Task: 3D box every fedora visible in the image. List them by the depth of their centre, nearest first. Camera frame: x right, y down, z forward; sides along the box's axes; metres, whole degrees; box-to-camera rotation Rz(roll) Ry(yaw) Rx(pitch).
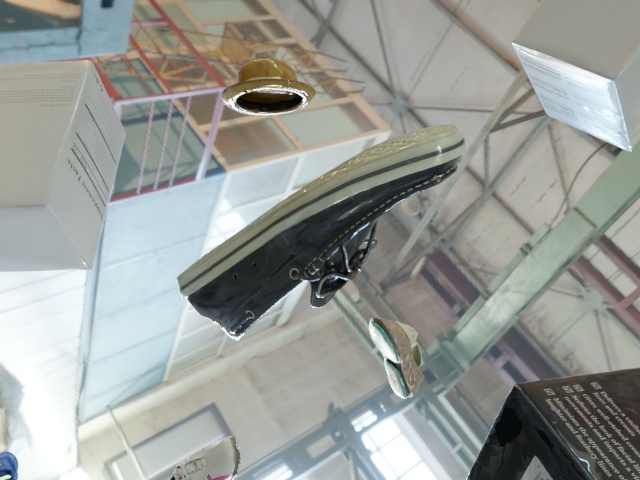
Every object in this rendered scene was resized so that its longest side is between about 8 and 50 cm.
[{"bbox_3d":[-0.108,-0.319,1.242,0.194,0.194,0.079,-17,-105,53],"label":"fedora"}]

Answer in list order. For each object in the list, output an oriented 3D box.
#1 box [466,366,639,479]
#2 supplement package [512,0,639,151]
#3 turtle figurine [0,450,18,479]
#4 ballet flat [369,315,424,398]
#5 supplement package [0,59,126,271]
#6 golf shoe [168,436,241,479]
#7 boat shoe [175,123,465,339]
[{"bbox_3d":[0.454,0.343,0.794,0.293,0.396,0.212,-120,-144,-51],"label":"box"},{"bbox_3d":[0.392,-0.265,0.801,0.149,0.203,0.194,38,-85,36],"label":"supplement package"},{"bbox_3d":[-0.524,0.395,0.744,0.198,0.266,0.274,175,-77,-72],"label":"turtle figurine"},{"bbox_3d":[0.205,0.279,1.559,0.107,0.106,0.316,34,-27,42],"label":"ballet flat"},{"bbox_3d":[-0.442,-0.116,0.951,0.175,0.178,0.293,85,5,-56],"label":"supplement package"},{"bbox_3d":[-0.200,0.391,1.018,0.186,0.086,0.067,-50,-131,33],"label":"golf shoe"},{"bbox_3d":[0.000,0.000,0.861,0.500,0.187,0.156,-32,-84,29],"label":"boat shoe"}]
